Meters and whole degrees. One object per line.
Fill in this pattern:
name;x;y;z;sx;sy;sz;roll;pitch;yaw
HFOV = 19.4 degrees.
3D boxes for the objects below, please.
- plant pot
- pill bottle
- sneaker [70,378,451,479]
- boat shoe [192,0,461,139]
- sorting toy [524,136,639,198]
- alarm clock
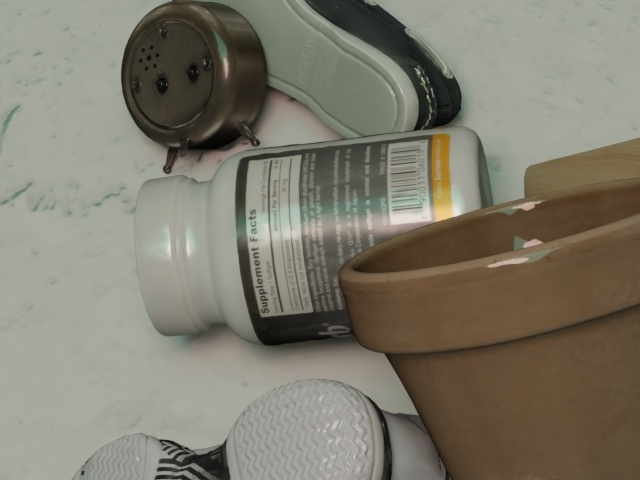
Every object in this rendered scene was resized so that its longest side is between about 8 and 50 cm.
plant pot;0.165;0.095;1.309;0.263;0.263;0.229;-14;98;6
pill bottle;0.000;0.000;1.521;0.278;0.162;0.162;-6;66;10
sneaker;-0.036;0.217;1.455;0.366;0.210;0.137;-26;58;39
boat shoe;-0.005;-0.181;1.642;0.091;0.114;0.302;-17;52;-45
sorting toy;0.275;0.052;1.411;0.257;0.089;0.255;-13;77;55
alarm clock;-0.118;-0.163;1.634;0.129;0.064;0.192;-15;81;34
